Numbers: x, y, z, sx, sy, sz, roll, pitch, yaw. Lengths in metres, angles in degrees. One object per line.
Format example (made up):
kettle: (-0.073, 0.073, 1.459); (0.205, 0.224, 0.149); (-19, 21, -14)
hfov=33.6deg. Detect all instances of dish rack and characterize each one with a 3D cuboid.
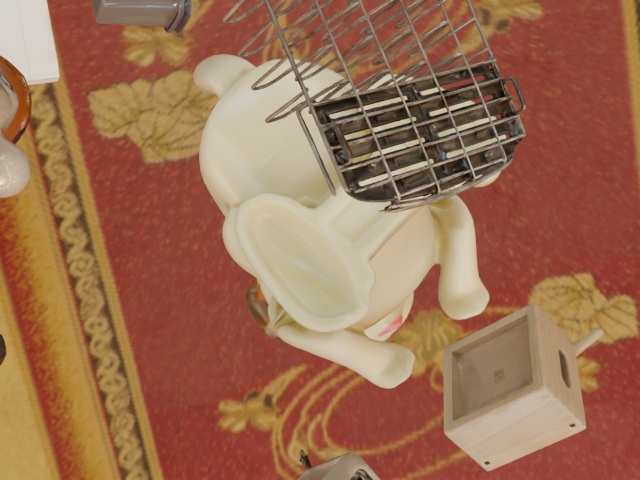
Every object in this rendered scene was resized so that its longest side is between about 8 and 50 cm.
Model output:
dish rack: (0.019, -0.147, 0.672); (0.074, 0.208, 0.272); (-27, 85, 48)

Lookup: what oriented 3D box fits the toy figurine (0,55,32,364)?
toy figurine: (-0.224, -0.012, 0.425); (0.213, 0.148, 0.210); (9, 86, -2)

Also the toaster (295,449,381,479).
toaster: (0.015, 0.375, 1.342); (0.186, 0.168, 0.110); (50, 137, -3)

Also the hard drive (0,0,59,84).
hard drive: (-0.421, -0.233, 1.003); (0.307, 0.040, 0.203); (-11, 92, -19)

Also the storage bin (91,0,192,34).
storage bin: (-0.194, -0.283, 1.099); (0.091, 0.098, 0.135); (-6, 83, -21)

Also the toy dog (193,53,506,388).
toy dog: (0.000, 0.000, 1.228); (0.395, 0.408, 0.285); (31, 72, 18)

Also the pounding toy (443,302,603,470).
pounding toy: (0.200, 0.134, 1.022); (0.130, 0.141, 0.100); (-31, 120, 28)
